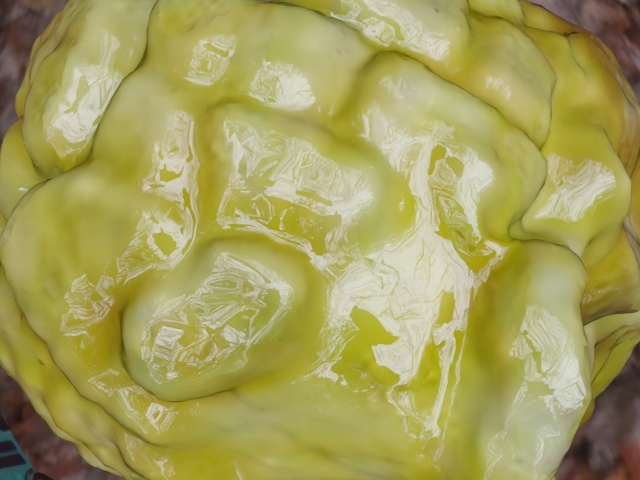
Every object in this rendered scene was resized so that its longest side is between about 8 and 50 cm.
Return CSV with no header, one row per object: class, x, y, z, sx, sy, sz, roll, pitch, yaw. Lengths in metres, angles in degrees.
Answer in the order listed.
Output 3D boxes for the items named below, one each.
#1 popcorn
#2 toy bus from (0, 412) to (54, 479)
popcorn,0.009,0.005,0.567,0.216,0.235,0.181,26,88,26
toy bus,-0.140,0.158,0.829,0.079,0.092,0.160,-38,78,13
